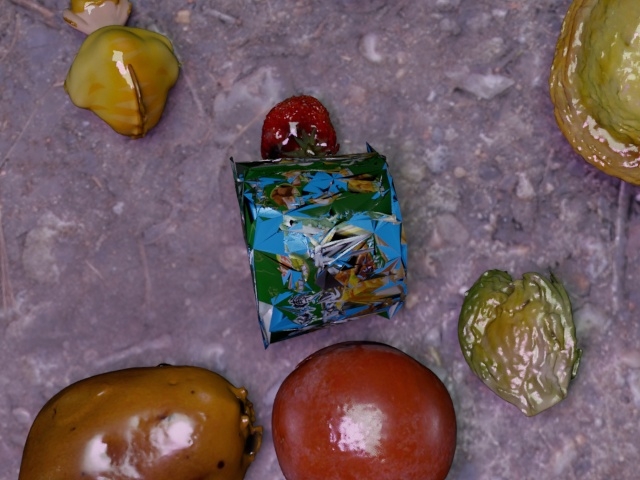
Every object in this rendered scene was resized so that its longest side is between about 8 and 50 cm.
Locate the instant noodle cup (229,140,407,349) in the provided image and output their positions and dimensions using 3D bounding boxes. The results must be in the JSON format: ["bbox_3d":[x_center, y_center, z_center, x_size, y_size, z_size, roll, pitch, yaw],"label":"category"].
[{"bbox_3d":[0.000,0.000,1.387,0.178,0.240,0.240,-9,77,-3],"label":"instant noodle cup"}]

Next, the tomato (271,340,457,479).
[{"bbox_3d":[0.049,0.205,1.339,0.208,0.208,0.185,-3,81,4],"label":"tomato"}]

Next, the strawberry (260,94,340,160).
[{"bbox_3d":[-0.030,-0.132,1.479,0.106,0.106,0.106,-1,78,5],"label":"strawberry"}]

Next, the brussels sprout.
[{"bbox_3d":[0.235,0.116,1.402,0.139,0.100,0.181,-19,78,11],"label":"brussels sprout"}]

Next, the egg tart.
[{"bbox_3d":[0.413,-0.194,1.440,0.294,0.123,0.294,-2,76,8],"label":"egg tart"}]

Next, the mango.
[{"bbox_3d":[-0.212,0.244,1.382,0.287,0.152,0.201,-22,88,2],"label":"mango"}]

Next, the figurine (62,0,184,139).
[{"bbox_3d":[-0.260,-0.243,1.512,0.156,0.131,0.246,-19,66,-15],"label":"figurine"}]
